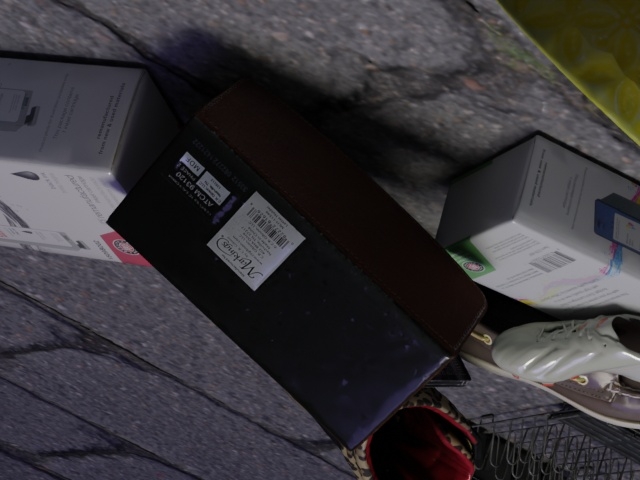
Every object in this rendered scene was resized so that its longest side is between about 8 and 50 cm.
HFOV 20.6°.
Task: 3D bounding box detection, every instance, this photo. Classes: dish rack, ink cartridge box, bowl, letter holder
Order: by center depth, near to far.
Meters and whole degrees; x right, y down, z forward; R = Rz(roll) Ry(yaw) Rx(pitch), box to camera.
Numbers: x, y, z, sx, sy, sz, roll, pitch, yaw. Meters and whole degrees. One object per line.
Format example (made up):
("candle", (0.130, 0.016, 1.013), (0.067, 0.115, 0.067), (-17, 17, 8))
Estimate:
("bowl", (0.257, -0.140, 1.146), (0.289, 0.289, 0.156), (33, 109, -34))
("letter holder", (0.000, 0.000, 1.597), (0.302, 0.214, 0.152), (43, 122, 0))
("ink cartridge box", (0.232, 0.004, 1.602), (0.212, 0.093, 0.154), (25, 156, -18))
("ink cartridge box", (-0.277, -0.078, 1.705), (0.283, 0.117, 0.207), (7, 155, 20))
("dish rack", (0.306, 0.277, 2.186), (0.208, 0.074, 0.271), (28, 153, -28))

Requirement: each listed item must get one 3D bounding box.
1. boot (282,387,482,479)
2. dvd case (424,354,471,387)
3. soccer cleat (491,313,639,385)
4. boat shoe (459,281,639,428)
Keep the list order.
("boot", (0.062, 0.176, 1.879), (0.284, 0.138, 0.377), (48, 175, 42))
("dvd case", (0.034, 0.073, 1.700), (0.221, 0.164, 0.018), (4, 140, -43))
("soccer cleat", (0.250, 0.094, 1.609), (0.196, 0.068, 0.076), (4, 141, 22))
("boat shoe", (0.259, 0.099, 1.748), (0.324, 0.116, 0.096), (18, 158, 27))
